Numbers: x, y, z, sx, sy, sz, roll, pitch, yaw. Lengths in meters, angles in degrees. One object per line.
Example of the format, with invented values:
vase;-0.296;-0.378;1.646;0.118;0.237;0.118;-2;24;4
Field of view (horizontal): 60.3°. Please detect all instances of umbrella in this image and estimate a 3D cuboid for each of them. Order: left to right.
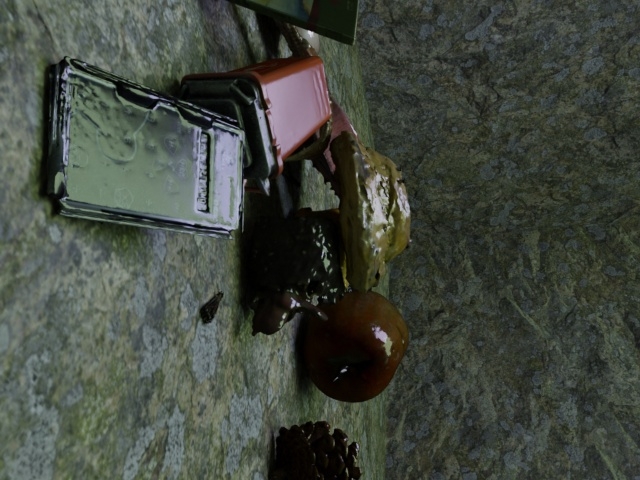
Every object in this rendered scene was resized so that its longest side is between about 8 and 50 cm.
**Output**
umbrella;-0.170;0.106;0.873;0.083;0.020;0.031;-80;162;-64

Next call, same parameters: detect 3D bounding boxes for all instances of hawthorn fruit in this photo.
hawthorn fruit;0.079;0.279;1.391;0.301;0.267;0.268;-53;138;-58

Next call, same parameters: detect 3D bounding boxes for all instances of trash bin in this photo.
trash bin;-0.089;-0.196;0.883;0.238;0.161;0.184;-42;131;-46

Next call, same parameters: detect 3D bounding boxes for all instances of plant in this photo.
plant;-0.047;0.062;1.069;0.204;0.178;0.234;33;56;-79

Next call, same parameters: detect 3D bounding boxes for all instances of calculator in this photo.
calculator;-0.186;-0.093;0.644;0.274;0.028;0.166;9;77;-54

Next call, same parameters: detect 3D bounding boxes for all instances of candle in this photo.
candle;0.044;-0.225;1.430;0.317;0.131;0.287;59;-7;-23

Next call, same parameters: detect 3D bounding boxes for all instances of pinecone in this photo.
pinecone;-0.004;0.471;1.155;0.212;0.168;0.186;15;85;-63

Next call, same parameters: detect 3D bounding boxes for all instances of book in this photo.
book;-0.067;-0.446;0.983;0.026;0.289;0.201;117;-15;-46

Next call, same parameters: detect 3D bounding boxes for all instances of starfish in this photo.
starfish;-0.056;-0.347;1.154;0.384;0.132;0.398;60;15;-59

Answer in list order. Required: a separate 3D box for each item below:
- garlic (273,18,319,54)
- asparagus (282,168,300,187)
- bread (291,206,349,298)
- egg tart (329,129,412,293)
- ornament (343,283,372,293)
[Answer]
garlic;-0.060;-0.536;1.301;0.228;0.110;0.217;49;19;-59
asparagus;-0.071;-0.157;1.406;0.127;0.015;0.018;39;49;-73
bread;-0.003;0.003;1.351;0.260;0.160;0.147;-71;149;-46
egg tart;0.104;-0.065;1.159;0.352;0.150;0.352;173;-90;-90
ornament;0.087;0.131;1.871;0.260;0.106;0.251;-7;86;-69
